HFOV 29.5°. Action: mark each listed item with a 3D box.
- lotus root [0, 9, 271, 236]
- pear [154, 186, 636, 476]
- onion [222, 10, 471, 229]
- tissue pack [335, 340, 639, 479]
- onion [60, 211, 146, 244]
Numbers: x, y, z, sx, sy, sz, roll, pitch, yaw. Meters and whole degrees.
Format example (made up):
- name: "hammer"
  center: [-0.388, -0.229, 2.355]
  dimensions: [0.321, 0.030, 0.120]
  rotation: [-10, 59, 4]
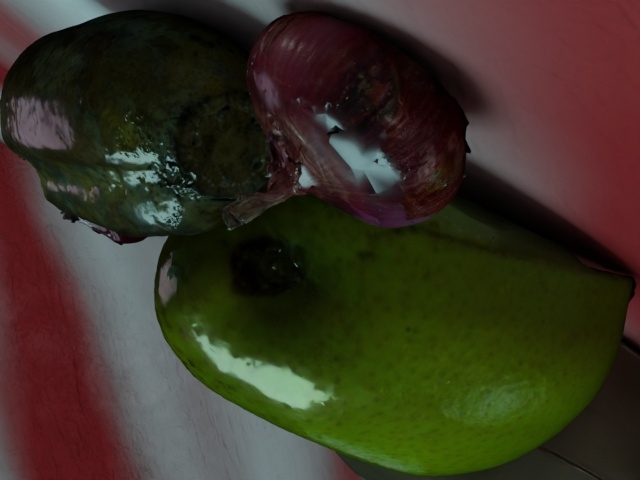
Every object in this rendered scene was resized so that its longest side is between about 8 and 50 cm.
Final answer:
- name: "lotus root"
  center: [-0.131, -0.090, 0.875]
  dimensions: [0.275, 0.160, 0.152]
  rotation: [17, 131, 52]
- name: "pear"
  center: [0.017, 0.057, 0.967]
  dimensions: [0.318, 0.239, 0.342]
  rotation: [14, -176, -39]
- name: "onion"
  center: [0.002, -0.048, 0.705]
  dimensions: [0.150, 0.140, 0.150]
  rotation: [35, 161, 14]
- name: "tissue pack"
  center: [0.183, 0.205, 1.364]
  dimensions: [0.387, 0.277, 0.267]
  rotation: [19, 166, 49]
- name: "onion"
  center: [-0.307, -0.084, 1.845]
  dimensions: [0.173, 0.135, 0.198]
  rotation: [32, 158, -14]
